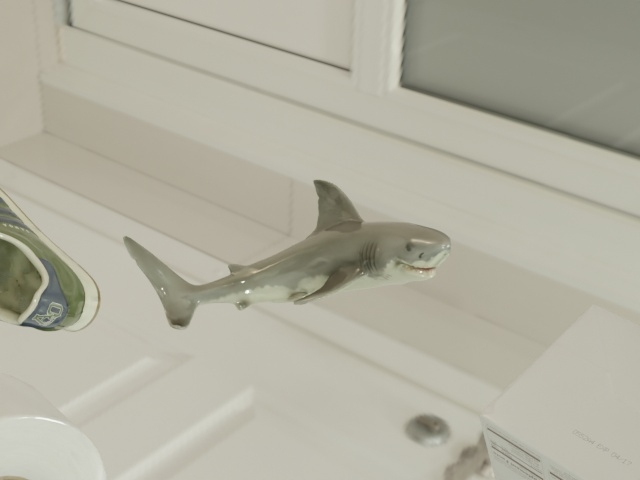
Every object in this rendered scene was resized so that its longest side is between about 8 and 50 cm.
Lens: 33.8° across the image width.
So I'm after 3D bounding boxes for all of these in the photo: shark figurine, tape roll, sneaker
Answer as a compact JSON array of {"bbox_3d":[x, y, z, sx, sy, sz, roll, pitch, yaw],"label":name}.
[{"bbox_3d":[-0.020,0.005,0.955,0.166,0.278,0.116,11,69,-80],"label":"shark figurine"},{"bbox_3d":[-0.363,0.279,1.063,0.286,0.100,0.286,-24,128,-35],"label":"tape roll"},{"bbox_3d":[-0.246,-0.001,0.740,0.064,0.192,0.086,-55,171,5],"label":"sneaker"}]

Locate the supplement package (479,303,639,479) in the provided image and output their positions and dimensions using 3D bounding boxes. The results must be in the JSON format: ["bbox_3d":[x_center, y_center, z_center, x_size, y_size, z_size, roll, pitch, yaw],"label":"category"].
[{"bbox_3d":[0.340,0.224,1.109,0.204,0.262,0.145,-38,133,-23],"label":"supplement package"}]
